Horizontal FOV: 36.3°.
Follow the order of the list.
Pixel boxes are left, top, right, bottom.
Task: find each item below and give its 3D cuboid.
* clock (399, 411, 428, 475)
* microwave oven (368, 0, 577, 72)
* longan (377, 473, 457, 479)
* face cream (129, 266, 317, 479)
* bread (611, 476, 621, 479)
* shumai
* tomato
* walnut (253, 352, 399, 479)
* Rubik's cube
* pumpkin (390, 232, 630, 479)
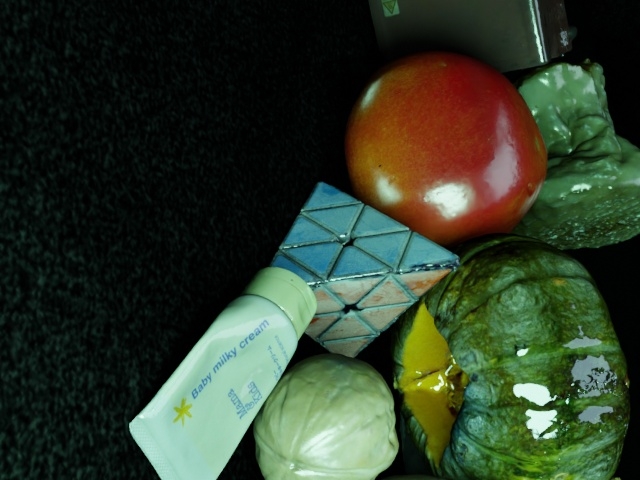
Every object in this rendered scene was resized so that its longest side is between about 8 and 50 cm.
[{"bbox_3d":[0.224,0.251,1.342,0.313,0.061,0.312,5,84,-47],"label":"clock"},{"bbox_3d":[0.210,-0.323,1.365,0.178,0.248,0.188,-29,108,-60],"label":"microwave oven"},{"bbox_3d":[0.093,0.351,0.934,0.258,0.258,0.258,29,58,-60],"label":"longan"},{"bbox_3d":[-0.079,0.122,0.857,0.224,0.070,0.114,-56,133,-42],"label":"face cream"},{"bbox_3d":[0.544,0.604,1.926,0.160,0.147,0.260,9,71,-54],"label":"bread"},{"bbox_3d":[0.443,-0.154,1.748,0.397,0.324,0.323,22,54,-64],"label":"shumai"},{"bbox_3d":[0.161,-0.099,1.220,0.299,0.226,0.298,21,65,-58],"label":"tomato"},{"bbox_3d":[0.005,0.178,0.922,0.162,0.140,0.140,-68,146,-77],"label":"walnut"},{"bbox_3d":[0.000,0.000,1.052,0.191,0.211,0.178,13,46,-38],"label":"Rubik's cube"},{"bbox_3d":[0.200,0.148,1.068,0.192,0.320,0.320,-1,83,-24],"label":"pumpkin"}]
